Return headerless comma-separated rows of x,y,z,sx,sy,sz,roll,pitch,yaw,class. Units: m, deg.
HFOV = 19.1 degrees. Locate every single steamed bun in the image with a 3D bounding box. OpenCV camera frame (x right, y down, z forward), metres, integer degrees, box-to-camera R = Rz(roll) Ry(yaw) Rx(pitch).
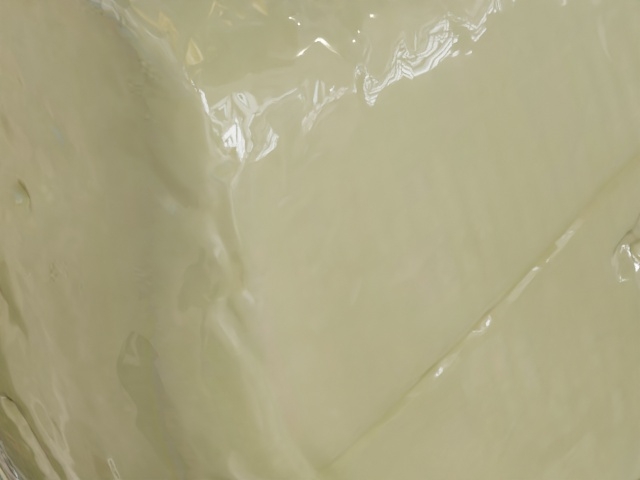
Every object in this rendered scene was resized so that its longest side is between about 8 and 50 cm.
0.000,0.000,0.884,0.290,0.371,0.456,17,-47,45,steamed bun
